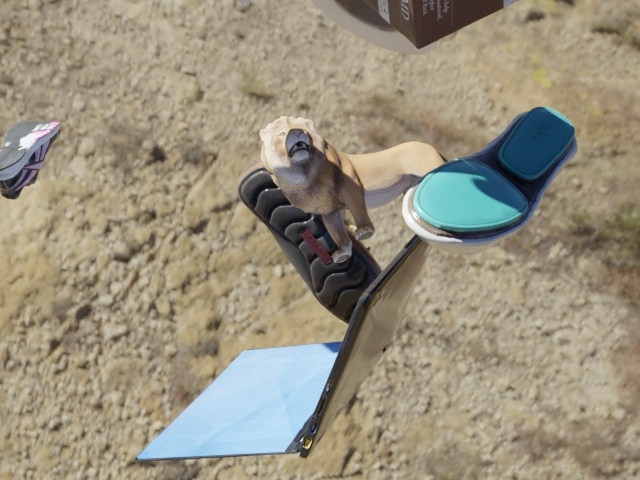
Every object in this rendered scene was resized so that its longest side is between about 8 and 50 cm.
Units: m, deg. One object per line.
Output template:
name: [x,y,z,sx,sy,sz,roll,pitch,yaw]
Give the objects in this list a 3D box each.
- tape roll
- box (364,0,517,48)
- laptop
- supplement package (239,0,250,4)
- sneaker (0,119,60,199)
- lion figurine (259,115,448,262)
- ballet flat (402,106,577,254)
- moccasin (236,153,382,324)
tape roll: [0.098,-0.441,1.854,0.286,0.286,0.100,28,79,4]
box: [0.124,-0.374,1.292,0.167,0.168,0.203,-27,52,-15]
laptop: [-0.035,0.132,1.588,0.236,0.407,0.382,26,27,11]
supplement package: [-0.111,-0.389,1.279,0.179,0.105,0.105,45,76,-4]
sneaker: [-0.464,-0.127,1.689,0.072,0.077,0.178,10,35,16]
lion figurine: [0.094,-0.104,1.825,0.392,0.142,0.240,-5,62,-32]
ballet flat: [0.228,-0.057,1.466,0.139,0.139,0.400,39,43,14]
moccasin: [-0.002,0.002,1.947,0.380,0.139,0.147,44,21,-8]
